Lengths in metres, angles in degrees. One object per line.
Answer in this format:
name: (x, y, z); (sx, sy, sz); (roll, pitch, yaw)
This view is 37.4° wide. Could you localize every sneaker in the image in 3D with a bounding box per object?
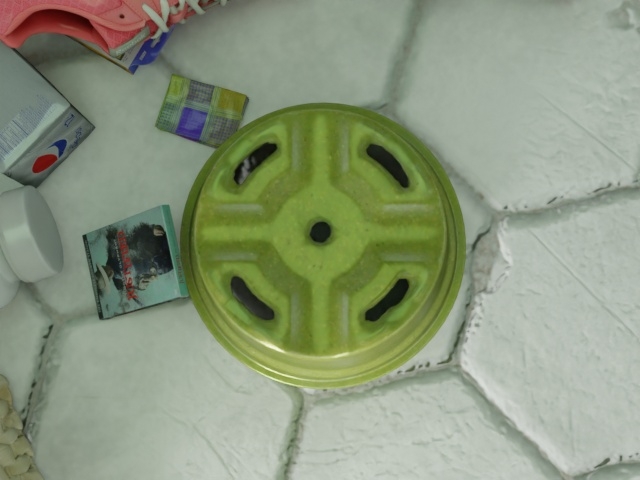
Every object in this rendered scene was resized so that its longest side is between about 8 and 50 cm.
sneaker: (-0.156, -0.228, 0.865); (0.314, 0.116, 0.136); (-2, 74, -5)

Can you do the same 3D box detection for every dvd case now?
dvd case: (-0.175, 0.022, 0.883); (0.120, 0.013, 0.087); (-16, 84, 39)

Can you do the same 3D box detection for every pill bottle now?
pill bottle: (-0.352, 0.021, 0.871); (0.209, 0.117, 0.117); (-18, 85, 1)

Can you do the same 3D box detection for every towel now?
towel: (-0.115, -0.125, 0.928); (0.083, 0.009, 0.060); (18, 87, 3)

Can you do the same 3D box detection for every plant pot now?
plant pot: (0.000, 0.000, 0.787); (0.276, 0.254, 0.275); (0, 88, 1)

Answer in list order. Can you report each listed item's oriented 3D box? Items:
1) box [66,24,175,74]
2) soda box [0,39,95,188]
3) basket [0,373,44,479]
box: (-0.210, -0.225, 0.931); (0.136, 0.028, 0.081); (31, 87, 2)
soda box: (-0.353, -0.180, 0.896); (0.286, 0.098, 0.091); (43, 86, 4)
basket: (-0.372, 0.292, 0.747); (0.267, 0.331, 0.328); (-22, 85, -2)
